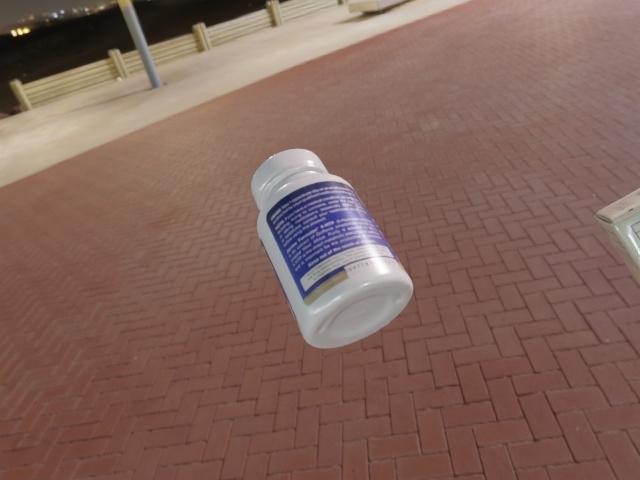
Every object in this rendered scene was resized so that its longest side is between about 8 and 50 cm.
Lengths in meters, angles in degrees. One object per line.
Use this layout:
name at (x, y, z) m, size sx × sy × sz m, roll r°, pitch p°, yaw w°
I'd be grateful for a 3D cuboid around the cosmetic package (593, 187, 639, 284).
cosmetic package at (0.449, 0.066, 0.505) m, size 0.160 × 0.309 × 0.113 m, roll -33°, pitch -3°, yaw 21°

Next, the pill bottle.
pill bottle at (0.000, 0.000, 0.490) m, size 0.112 × 0.112 × 0.187 m, roll -21°, pitch 57°, yaw -10°
